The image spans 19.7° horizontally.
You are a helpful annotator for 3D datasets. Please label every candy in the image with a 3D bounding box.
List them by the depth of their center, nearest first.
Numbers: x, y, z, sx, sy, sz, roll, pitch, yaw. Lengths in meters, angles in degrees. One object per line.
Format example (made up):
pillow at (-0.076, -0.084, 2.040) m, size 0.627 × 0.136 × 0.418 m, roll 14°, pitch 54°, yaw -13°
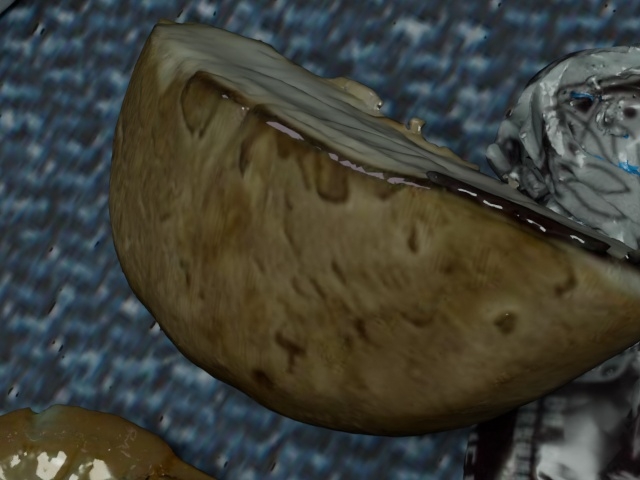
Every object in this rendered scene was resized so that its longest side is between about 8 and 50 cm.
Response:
candy at (0.082, 0.044, 0.524) m, size 0.094 × 0.051 × 0.226 m, roll 10°, pitch 83°, yaw 16°

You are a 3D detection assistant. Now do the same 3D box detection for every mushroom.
mushroom at (-0.001, 0.001, 0.516) m, size 0.210 × 0.072 × 0.094 m, roll 34°, pitch 119°, yaw 43°

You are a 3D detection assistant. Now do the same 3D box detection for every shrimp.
shrimp at (-0.053, 0.099, 0.560) m, size 0.184 × 0.043 × 0.091 m, roll 6°, pitch 79°, yaw 19°

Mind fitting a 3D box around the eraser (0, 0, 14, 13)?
eraser at (-0.211, -0.050, 0.618) m, size 0.298 × 0.076 × 0.078 m, roll -41°, pitch 71°, yaw 6°
